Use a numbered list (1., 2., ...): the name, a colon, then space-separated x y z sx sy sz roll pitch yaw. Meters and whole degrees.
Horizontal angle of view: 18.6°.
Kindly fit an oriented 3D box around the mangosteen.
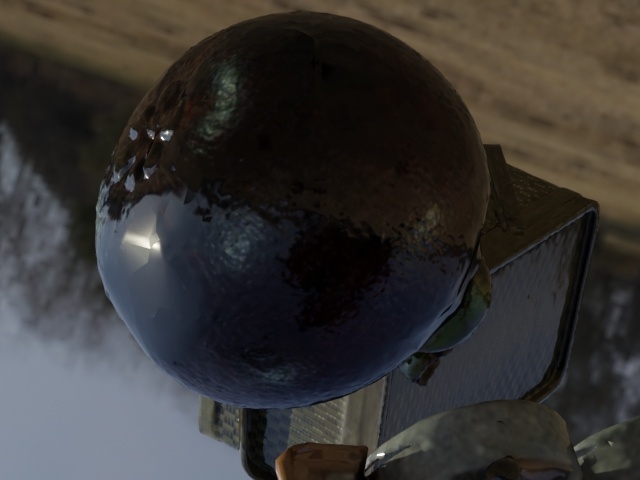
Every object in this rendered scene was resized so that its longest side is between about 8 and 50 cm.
1. mangosteen: -0.002 -0.010 1.008 0.216 0.216 0.216 18 -179 0

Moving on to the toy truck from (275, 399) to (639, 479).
1. toy truck: 0.128 0.176 0.655 0.388 0.207 0.173 6 -127 -35

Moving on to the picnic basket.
1. picnic basket: 0.054 0.049 1.265 0.139 0.165 0.267 26 -144 29
